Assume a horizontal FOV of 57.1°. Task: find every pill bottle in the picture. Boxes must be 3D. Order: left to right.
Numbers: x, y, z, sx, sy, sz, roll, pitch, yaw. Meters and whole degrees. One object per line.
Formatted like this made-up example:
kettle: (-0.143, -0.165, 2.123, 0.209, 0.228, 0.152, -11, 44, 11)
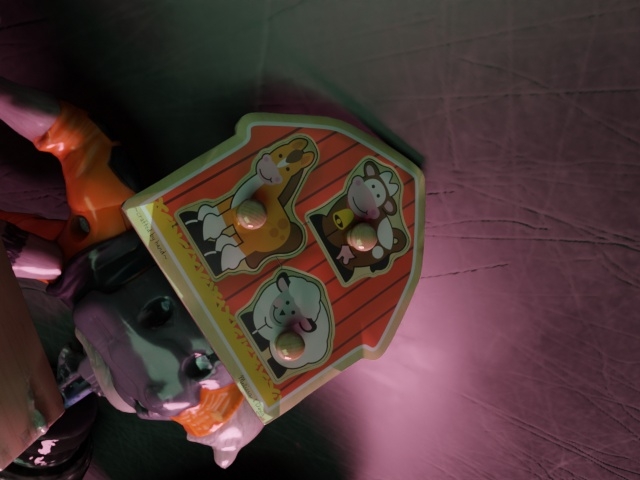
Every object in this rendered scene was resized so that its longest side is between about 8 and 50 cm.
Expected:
pill bottle: (-0.314, 0.244, 0.616, 0.123, 0.123, 0.219, 25, 112, -11)

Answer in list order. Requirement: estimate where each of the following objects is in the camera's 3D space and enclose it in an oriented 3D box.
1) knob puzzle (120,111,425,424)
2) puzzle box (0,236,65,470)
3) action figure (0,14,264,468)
knob puzzle: (0.000, 0.000, 0.395, 0.213, 0.213, 0.030, 36, 166, -18)
puzzle box: (-0.359, 0.001, 0.327, 0.409, 0.052, 0.272, -6, 106, 18)
action figure: (-0.177, 0.056, 0.446, 0.330, 0.178, 0.341, 42, 117, -10)
